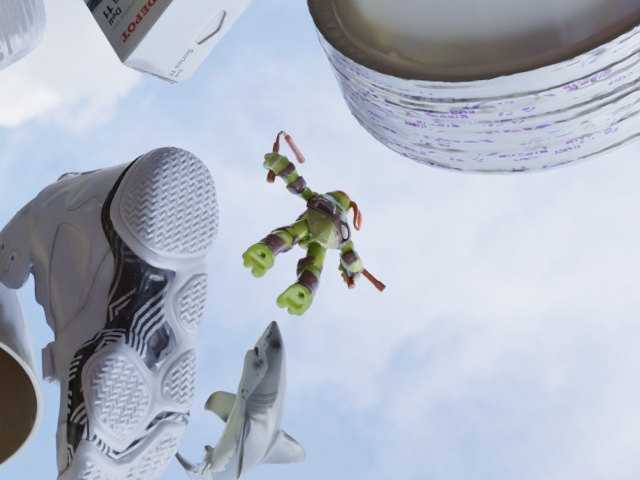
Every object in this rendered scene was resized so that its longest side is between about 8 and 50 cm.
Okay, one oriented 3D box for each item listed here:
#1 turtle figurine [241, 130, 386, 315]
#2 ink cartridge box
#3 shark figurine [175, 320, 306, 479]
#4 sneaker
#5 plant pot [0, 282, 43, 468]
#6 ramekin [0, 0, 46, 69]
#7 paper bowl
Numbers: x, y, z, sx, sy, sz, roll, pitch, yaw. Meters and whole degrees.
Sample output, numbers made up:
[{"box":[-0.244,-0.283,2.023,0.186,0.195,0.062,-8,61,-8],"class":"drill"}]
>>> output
[{"box":[0.000,0.000,1.728,0.087,0.270,0.217,-16,-155,36],"class":"turtle figurine"},{"box":[-0.167,-0.283,1.328,0.153,0.087,0.208,-48,-123,22],"class":"ink cartridge box"},{"box":[-0.081,0.236,1.496,0.278,0.116,0.166,-53,-149,43],"class":"shark figurine"},{"box":[-0.231,0.086,1.326,0.210,0.137,0.366,0,-108,38],"class":"sneaker"},{"box":[-0.428,0.079,1.430,0.256,0.256,0.274,-27,-139,13],"class":"plant pot"},{"box":[-0.380,-0.233,1.357,0.207,0.109,0.207,-12,-152,7],"class":"ramekin"},{"box":[0.126,-0.191,0.863,0.284,0.148,0.284,-13,-133,15],"class":"paper bowl"}]
